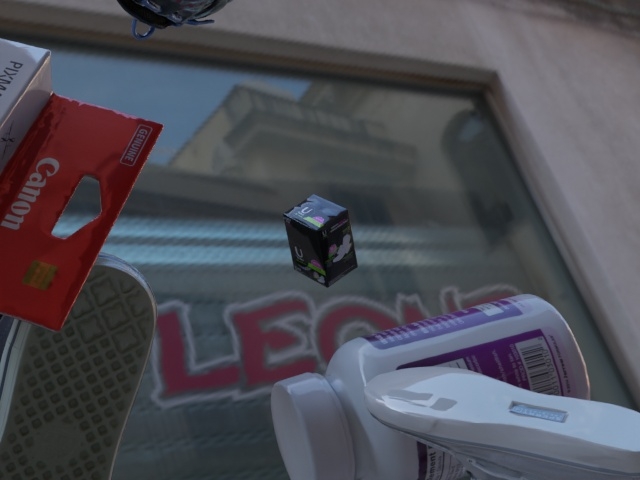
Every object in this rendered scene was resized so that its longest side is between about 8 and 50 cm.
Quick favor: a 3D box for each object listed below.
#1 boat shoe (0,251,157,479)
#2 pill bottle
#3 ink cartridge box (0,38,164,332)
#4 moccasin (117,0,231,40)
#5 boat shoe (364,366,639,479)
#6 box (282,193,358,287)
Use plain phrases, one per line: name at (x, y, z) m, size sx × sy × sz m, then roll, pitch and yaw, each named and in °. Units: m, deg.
boat shoe at (-0.310, 0.241, 1.127) m, size 0.187 × 0.156 × 0.500 m, roll 21°, pitch -90°, yaw -26°
pill bottle at (0.109, 0.168, 1.150) m, size 0.301 × 0.169 × 0.169 m, roll -13°, pitch -29°, yaw -17°
ink cartridge box at (-0.318, -0.074, 1.061) m, size 0.261 × 0.296 × 0.066 m, roll 15°, pitch -42°, yaw 3°
moccasin at (-0.157, -0.272, 1.075) m, size 0.117 × 0.137 × 0.342 m, roll -31°, pitch 6°, yaw -3°
boat shoe at (0.113, 0.124, 0.677) m, size 0.184 × 0.063 × 0.066 m, roll 7°, pitch 24°, yaw 20°
box at (0.000, 0.000, 1.287) m, size 0.052 × 0.062 × 0.083 m, roll -33°, pitch -49°, yaw -30°
